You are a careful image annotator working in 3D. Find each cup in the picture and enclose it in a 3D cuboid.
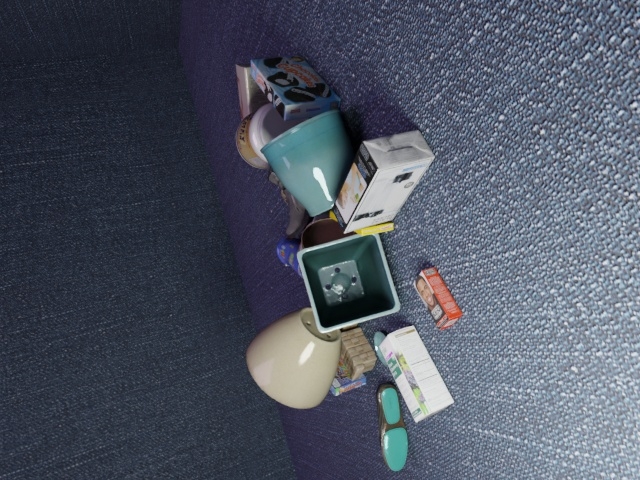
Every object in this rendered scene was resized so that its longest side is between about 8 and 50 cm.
[{"bbox_3d":[-0.059,0.374,1.687,0.237,0.331,0.331,-56,45,25],"label":"cup"}]

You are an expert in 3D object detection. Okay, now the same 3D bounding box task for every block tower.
[{"bbox_3d":[0.091,0.338,1.780,0.091,0.097,0.335,101,149,-47],"label":"block tower"}]

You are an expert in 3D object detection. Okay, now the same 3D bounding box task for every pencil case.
[{"bbox_3d":[-0.087,0.073,2.014,0.306,0.119,0.133,28,104,62],"label":"pencil case"}]

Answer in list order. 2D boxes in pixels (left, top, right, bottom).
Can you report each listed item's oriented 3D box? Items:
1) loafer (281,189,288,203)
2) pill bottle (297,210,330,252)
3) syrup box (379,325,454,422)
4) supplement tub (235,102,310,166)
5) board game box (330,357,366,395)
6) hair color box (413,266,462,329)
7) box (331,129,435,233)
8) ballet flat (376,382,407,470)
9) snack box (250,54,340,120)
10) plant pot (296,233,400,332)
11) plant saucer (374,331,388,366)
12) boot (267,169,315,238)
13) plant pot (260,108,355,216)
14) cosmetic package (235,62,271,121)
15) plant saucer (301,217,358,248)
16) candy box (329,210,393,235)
[{"bbox_3d":[-0.079,-0.179,1.870,0.268,0.101,0.092,153,106,-67],"label":"loafer"},{"bbox_3d":[0.000,0.000,1.743,0.229,0.131,0.131,113,138,-55],"label":"pill bottle"},{"bbox_3d":[0.265,0.372,1.367,0.237,0.096,0.093,64,156,26],"label":"syrup box"},{"bbox_3d":[-0.173,-0.388,1.805,0.316,0.228,0.228,-169,67,-66],"label":"supplement tub"},{"bbox_3d":[0.069,0.505,1.874,0.201,0.136,0.035,-139,40,-57],"label":"board game box"},{"bbox_3d":[0.294,0.146,1.227,0.072,0.043,0.141,107,144,-54],"label":"hair color box"},{"bbox_3d":[0.151,-0.143,1.243,0.087,0.169,0.290,64,154,22],"label":"box"},{"bbox_3d":[0.233,0.609,1.611,0.096,0.095,0.281,164,102,-78],"label":"ballet flat"},{"bbox_3d":[-0.088,-0.504,1.581,0.060,0.187,0.322,98,149,-43],"label":"snack box"},{"bbox_3d":[0.074,0.130,1.511,0.252,0.247,0.248,114,140,-82],"label":"plant pot"},{"bbox_3d":[0.214,0.351,1.580,0.119,0.021,0.119,166,90,-69],"label":"plant saucer"},{"bbox_3d":[-0.101,-0.159,1.745,0.222,0.118,0.338,43,144,1],"label":"boot"},{"bbox_3d":[-0.006,-0.222,1.481,0.255,0.271,0.271,63,159,-5],"label":"plant pot"},{"bbox_3d":[-0.246,-0.567,1.981,0.129,0.153,0.296,43,140,53],"label":"cosmetic package"},{"bbox_3d":[0.036,-0.011,1.602,0.199,0.198,0.036,100,174,-45],"label":"plant saucer"},{"bbox_3d":[0.119,-0.061,1.451,0.206,0.105,0.027,-145,51,-58],"label":"candy box"}]
